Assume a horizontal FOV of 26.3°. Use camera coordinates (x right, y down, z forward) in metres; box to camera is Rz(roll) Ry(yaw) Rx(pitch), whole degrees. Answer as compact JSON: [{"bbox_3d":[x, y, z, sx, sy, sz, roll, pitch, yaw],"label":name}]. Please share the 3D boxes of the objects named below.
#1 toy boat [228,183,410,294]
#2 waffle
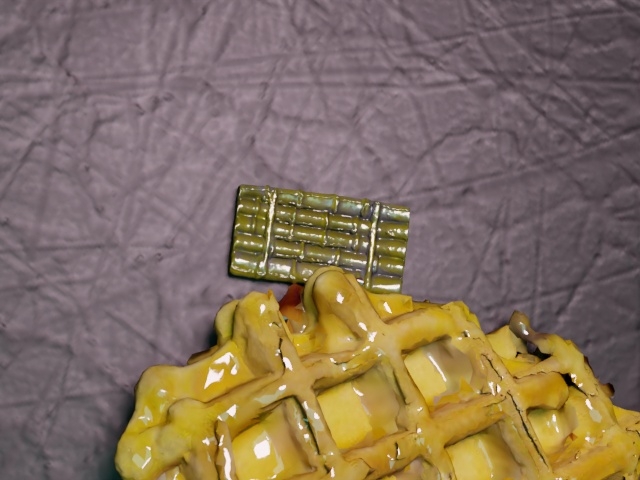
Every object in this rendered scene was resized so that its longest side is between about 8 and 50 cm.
[{"bbox_3d":[0.000,0.000,0.889,0.115,0.016,0.063,8,83,-10],"label":"toy boat"},{"bbox_3d":[0.049,0.209,0.826,0.382,0.095,0.380,20,73,-16],"label":"waffle"}]
